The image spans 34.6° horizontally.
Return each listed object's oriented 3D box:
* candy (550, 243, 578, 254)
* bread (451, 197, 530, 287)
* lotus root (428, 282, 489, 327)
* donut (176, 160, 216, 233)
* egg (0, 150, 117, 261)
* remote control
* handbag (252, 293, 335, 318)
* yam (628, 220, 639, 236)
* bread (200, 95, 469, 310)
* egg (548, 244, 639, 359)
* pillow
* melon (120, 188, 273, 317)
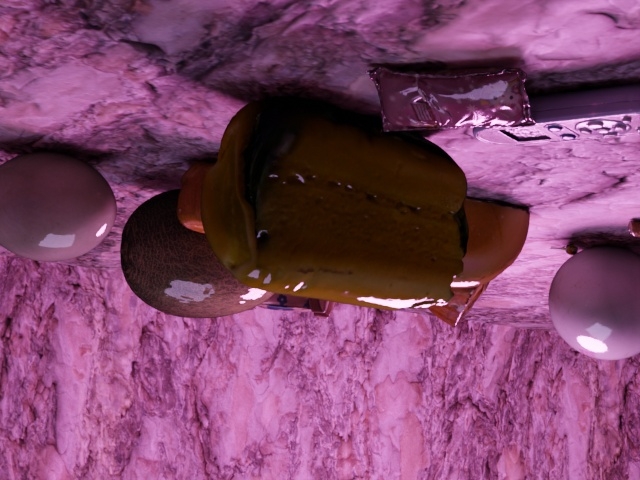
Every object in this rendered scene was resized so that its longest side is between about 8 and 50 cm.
[{"bbox_3d":[0.503,0.018,2.125,0.025,0.023,0.083,-33,-168,-17],"label":"candy"},{"bbox_3d":[0.235,0.010,1.804,0.260,0.156,0.158,9,169,-14],"label":"bread"},{"bbox_3d":[0.269,0.045,2.102,0.180,0.199,0.188,34,137,15],"label":"lotus root"},{"bbox_3d":[-0.133,-0.064,1.720,0.226,0.114,0.226,8,172,1],"label":"donut"},{"bbox_3d":[-0.459,-0.057,1.733,0.253,0.187,0.186,3,171,26],"label":"egg"},{"bbox_3d":[0.286,-0.142,1.169,0.244,0.047,0.087,-2,171,38],"label":"remote control"},{"bbox_3d":[-0.068,0.064,2.224,0.251,0.193,0.190,6,175,7],"label":"handbag"},{"bbox_3d":[0.615,-0.015,1.806,0.145,0.032,0.032,5,171,-3],"label":"yam"},{"bbox_3d":[0.016,-0.047,1.360,0.376,0.251,0.208,11,-173,-41],"label":"bread"},{"bbox_3d":[0.590,0.129,2.087,0.229,0.230,0.371,1,171,27],"label":"egg"},{"bbox_3d":[0.144,-0.160,1.143,0.184,0.043,0.118,2,152,21],"label":"pillow"},{"bbox_3d":[-0.214,0.025,1.915,0.329,0.249,0.248,7,172,-28],"label":"melon"}]
